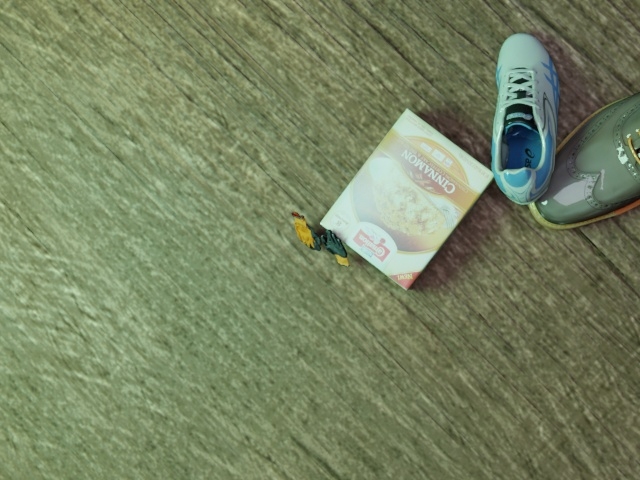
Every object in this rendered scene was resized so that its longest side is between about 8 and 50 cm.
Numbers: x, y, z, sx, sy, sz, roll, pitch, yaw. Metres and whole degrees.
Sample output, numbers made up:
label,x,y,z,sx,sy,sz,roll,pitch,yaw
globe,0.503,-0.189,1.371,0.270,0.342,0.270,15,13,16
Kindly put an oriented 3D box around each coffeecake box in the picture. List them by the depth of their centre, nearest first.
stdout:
label,x,y,z,sx,sy,sz,roll,pitch,yaw
coffeecake box,0.112,-0.051,1.850,0.142,0.068,0.185,37,93,6

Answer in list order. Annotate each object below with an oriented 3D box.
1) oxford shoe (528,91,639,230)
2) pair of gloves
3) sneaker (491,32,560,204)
label,x,y,z,sx,sy,sz,roll,pitch,yaw
oxford shoe,0.413,-0.135,1.781,0.363,0.133,0.130,-34,85,8
pair of gloves,0.000,0.000,1.853,0.083,0.074,0.010,25,64,32
sneaker,0.257,-0.163,1.808,0.085,0.086,0.237,-2,65,11
